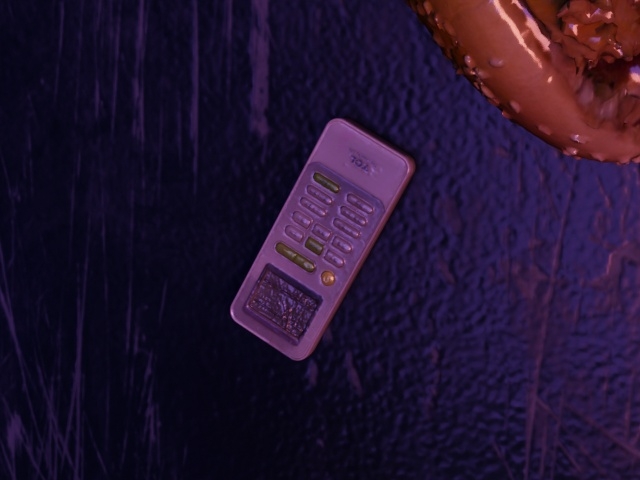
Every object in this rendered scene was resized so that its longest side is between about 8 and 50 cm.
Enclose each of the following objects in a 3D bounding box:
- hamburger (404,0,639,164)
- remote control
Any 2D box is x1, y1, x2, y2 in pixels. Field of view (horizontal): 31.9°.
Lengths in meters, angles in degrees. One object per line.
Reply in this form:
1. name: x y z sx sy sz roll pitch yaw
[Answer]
1. hamburger: 0.186 -0.262 0.921 0.268 0.287 0.446 -27 87 23
2. remote control: 0.000 0.000 1.160 0.103 0.034 0.250 33 109 12
